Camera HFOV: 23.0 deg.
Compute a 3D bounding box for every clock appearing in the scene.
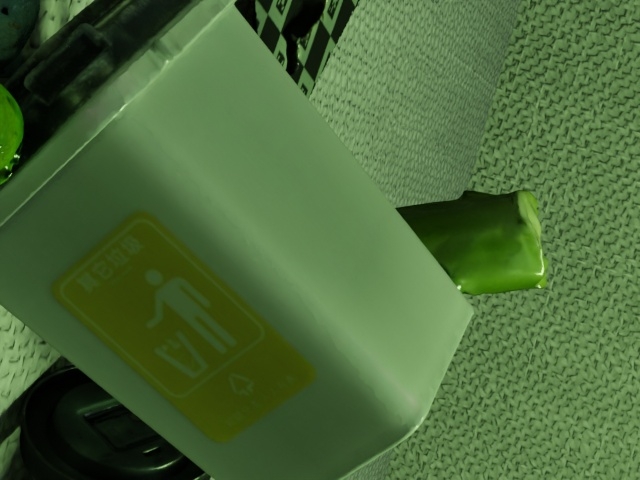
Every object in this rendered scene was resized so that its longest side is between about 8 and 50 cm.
[{"bbox_3d":[-0.180,0.178,1.415,0.184,0.185,0.040,-50,159,-57],"label":"clock"}]

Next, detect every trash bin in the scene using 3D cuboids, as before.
[{"bbox_3d":[-0.075,-0.006,1.168,0.256,0.367,0.296,-39,-170,32],"label":"trash bin"}]

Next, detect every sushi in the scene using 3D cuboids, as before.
[{"bbox_3d":[-0.033,-0.274,1.707,0.292,0.059,0.294,86,25,-52],"label":"sushi"}]

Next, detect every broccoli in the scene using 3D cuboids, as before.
[{"bbox_3d":[-0.018,0.027,1.449,0.353,0.397,0.275,-57,159,-26],"label":"broccoli"}]

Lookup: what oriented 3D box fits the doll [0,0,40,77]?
[{"bbox_3d":[-0.241,-0.140,1.043,0.180,0.075,0.120,-49,157,-57],"label":"doll"}]

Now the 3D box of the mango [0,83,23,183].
[{"bbox_3d":[-0.262,-0.064,0.947,0.178,0.100,0.119,-9,148,-38],"label":"mango"}]
